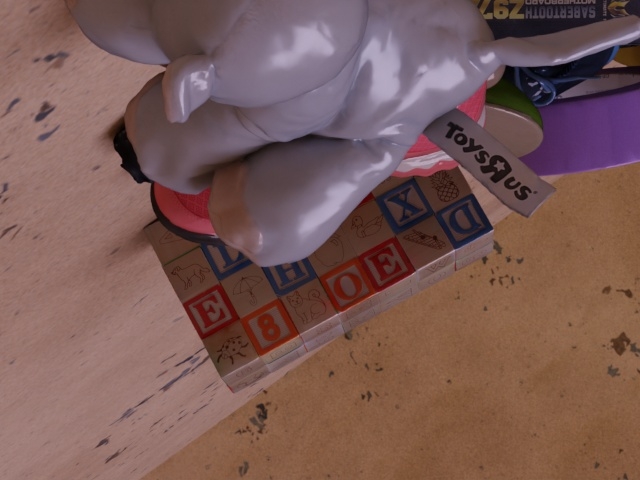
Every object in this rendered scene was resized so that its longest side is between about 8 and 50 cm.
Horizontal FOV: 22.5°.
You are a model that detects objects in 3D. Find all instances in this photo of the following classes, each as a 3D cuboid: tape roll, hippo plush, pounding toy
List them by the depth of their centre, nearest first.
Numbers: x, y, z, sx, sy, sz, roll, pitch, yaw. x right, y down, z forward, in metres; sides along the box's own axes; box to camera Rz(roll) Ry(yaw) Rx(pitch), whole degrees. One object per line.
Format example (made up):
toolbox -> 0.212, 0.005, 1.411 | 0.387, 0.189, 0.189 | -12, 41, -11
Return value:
hippo plush -> -0.033, -0.096, 0.871 | 0.234, 0.294, 0.236 | -62, 157, 12
pounding toy -> 0.125, -0.163, 1.594 | 0.183, 0.110, 0.237 | -1, 163, 20
tape roll -> 0.323, -0.153, 2.036 | 0.275, 0.090, 0.275 | -9, -168, 2

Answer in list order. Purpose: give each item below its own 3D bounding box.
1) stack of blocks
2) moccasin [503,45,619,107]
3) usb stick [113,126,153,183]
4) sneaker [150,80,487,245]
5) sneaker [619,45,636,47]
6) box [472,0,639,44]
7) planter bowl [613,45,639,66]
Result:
stack of blocks -> 0.000, 0.000, 1.580 | 0.297, 0.171, 0.087 | -28, 164, -3
moccasin -> 0.233, -0.197, 1.769 | 0.117, 0.137, 0.342 | -31, 169, -14
usb stick -> -0.044, -0.139, 1.265 | 0.278, 0.045, 0.077 | -37, 170, -5
sneaker -> 0.001, -0.099, 1.364 | 0.314, 0.116, 0.136 | -21, 161, -14
sneaker -> 0.345, -0.281, 1.993 | 0.125, 0.104, 0.262 | -16, 179, 17
box -> 0.179, -0.197, 1.354 | 0.183, 0.059, 0.232 | 0, -169, 8
planter bowl -> 0.471, -0.306, 2.277 | 0.217, 0.090, 0.217 | -36, 170, -7
